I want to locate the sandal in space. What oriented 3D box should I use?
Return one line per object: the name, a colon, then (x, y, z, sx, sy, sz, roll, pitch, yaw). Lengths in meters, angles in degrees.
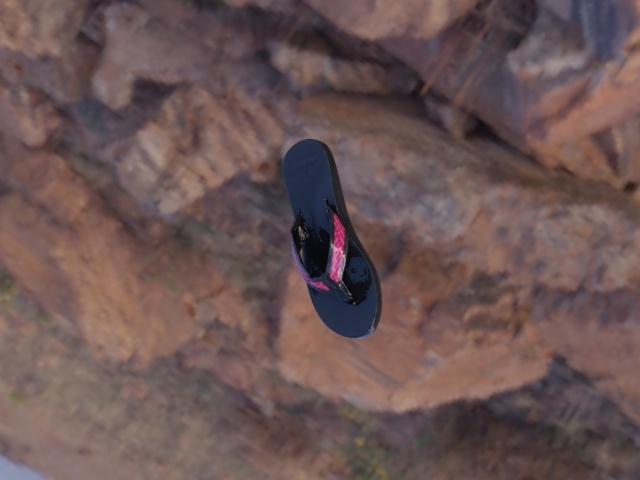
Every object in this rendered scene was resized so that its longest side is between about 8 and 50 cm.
sandal: (0.000, 0.000, 1.180, 0.067, 0.179, 0.040, -25, 166, 30)
